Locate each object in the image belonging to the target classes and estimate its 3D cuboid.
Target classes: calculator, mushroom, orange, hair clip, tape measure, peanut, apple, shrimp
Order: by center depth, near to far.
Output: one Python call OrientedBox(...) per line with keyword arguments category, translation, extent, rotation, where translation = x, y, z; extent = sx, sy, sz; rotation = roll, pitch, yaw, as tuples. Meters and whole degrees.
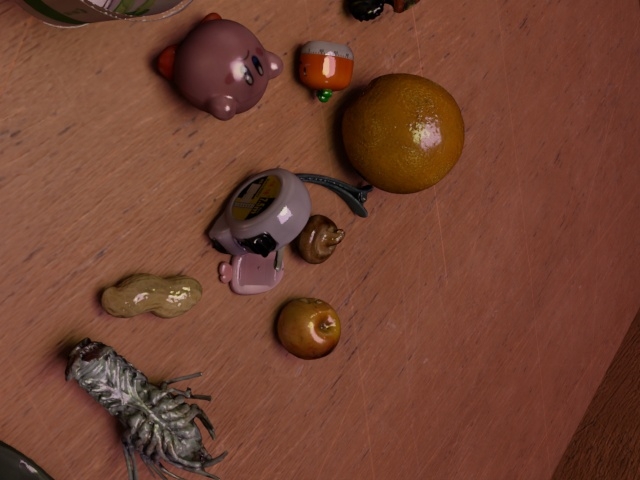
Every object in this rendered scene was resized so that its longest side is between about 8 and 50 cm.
OrientedBox(category="shrimp", translation=(-0.299, 0.315, 1.060), extent=(0.221, 0.166, 0.410), rotation=(-49, 115, -23))
OrientedBox(category="peanut", translation=(-0.301, 0.101, 1.062), extent=(0.187, 0.082, 0.082), rotation=(5, 94, -43))
OrientedBox(category="tape measure", translation=(-0.103, -0.047, 1.148), extent=(0.196, 0.178, 0.105), rotation=(-56, 131, -20))
OrientedBox(category="calculator", translation=(-0.141, 0.064, 1.240), extent=(0.166, 0.024, 0.103), rotation=(-3, 100, -44))
OrientedBox(category="apple", translation=(-0.021, 0.197, 1.309), extent=(0.146, 0.146, 0.146), rotation=(-10, 105, -42))
OrientedBox(category="mushroom", translation=(-0.005, -0.005, 1.317), extent=(0.109, 0.085, 0.126), rotation=(-44, 147, 7))
OrientedBox(category="orange", translation=(0.184, -0.240, 1.326), extent=(0.274, 0.274, 0.274), rotation=(-10, 105, -42))
OrientedBox(category="hair clip", translation=(0.012, -0.122, 1.345), extent=(0.275, 0.048, 0.083), rotation=(15, 89, -39))

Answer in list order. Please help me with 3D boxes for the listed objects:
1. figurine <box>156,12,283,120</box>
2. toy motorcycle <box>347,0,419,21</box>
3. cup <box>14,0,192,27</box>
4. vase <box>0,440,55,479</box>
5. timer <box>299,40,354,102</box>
OrientedBox(category="figurine", translation=(-0.172, -0.302, 1.040), extent=(0.173, 0.173, 0.173), rotation=(-10, 105, -42))
OrientedBox(category="toy motorcycle", translation=(0.200, -0.666, 1.304), extent=(0.134, 0.207, 0.401), rotation=(42, 62, -71))
OrientedBox(category="cup", translation=(-0.321, -0.411, 0.808), extent=(0.253, 0.274, 0.253), rotation=(-8, 102, -43))
OrientedBox(category="vase", translation=(-0.517, 0.464, 0.829), extent=(0.291, 0.245, 0.245), rotation=(-48, 127, -21))
OrientedBox(category="timer", translation=(0.010, -0.358, 1.256), extent=(0.136, 0.099, 0.136), rotation=(-13, 114, -30))
